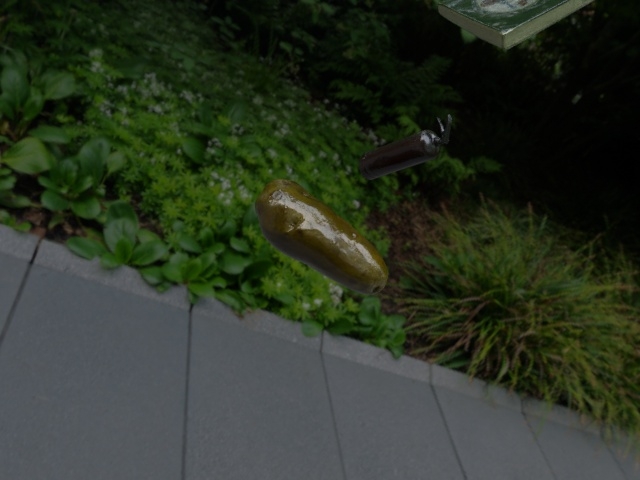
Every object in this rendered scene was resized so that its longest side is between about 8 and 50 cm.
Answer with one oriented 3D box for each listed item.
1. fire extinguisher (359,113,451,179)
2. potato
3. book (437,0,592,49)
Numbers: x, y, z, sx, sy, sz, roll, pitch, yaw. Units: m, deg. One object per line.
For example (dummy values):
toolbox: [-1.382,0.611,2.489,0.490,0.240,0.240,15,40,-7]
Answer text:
fire extinguisher: [0.204,-0.218,1.431,0.072,0.267,0.089,3,79,-39]
potato: [0.000,0.000,1.417,0.369,0.195,0.176,37,58,7]
book: [0.474,-0.548,1.294,0.260,0.371,0.043,57,-4,49]
